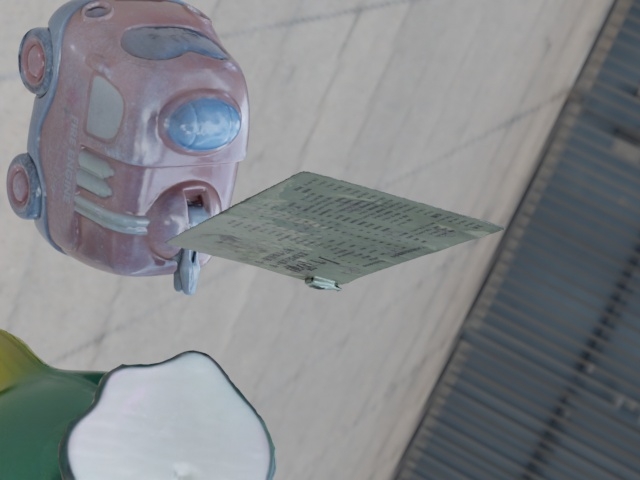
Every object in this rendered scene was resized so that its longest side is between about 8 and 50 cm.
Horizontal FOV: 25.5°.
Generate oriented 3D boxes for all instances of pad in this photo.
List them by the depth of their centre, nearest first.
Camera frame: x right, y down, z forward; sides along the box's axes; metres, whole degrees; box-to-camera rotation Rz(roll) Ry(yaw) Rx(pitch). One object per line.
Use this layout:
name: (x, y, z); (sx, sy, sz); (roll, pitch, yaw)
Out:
pad: (0.000, -0.001, 1.050); (0.265, 0.159, 0.009); (-23, -125, 61)

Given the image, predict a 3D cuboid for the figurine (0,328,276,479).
figurine: (-0.199, 0.216, 1.183); (0.231, 0.324, 0.340); (-15, 178, -39)

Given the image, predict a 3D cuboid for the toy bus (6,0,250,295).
toy bus: (-0.177, -0.098, 1.442); (0.197, 0.232, 0.294); (-4, 114, -39)
